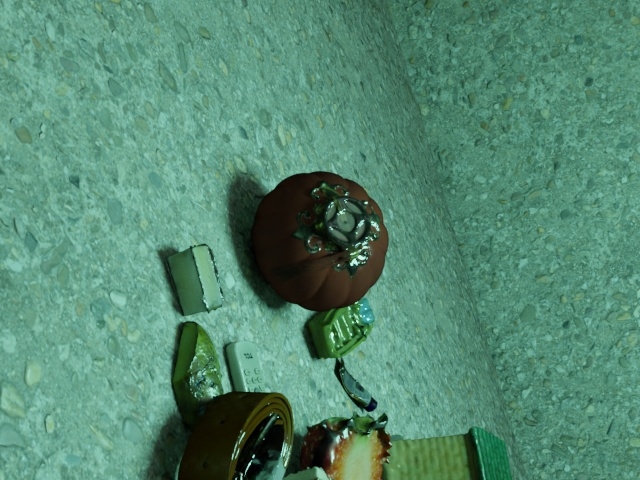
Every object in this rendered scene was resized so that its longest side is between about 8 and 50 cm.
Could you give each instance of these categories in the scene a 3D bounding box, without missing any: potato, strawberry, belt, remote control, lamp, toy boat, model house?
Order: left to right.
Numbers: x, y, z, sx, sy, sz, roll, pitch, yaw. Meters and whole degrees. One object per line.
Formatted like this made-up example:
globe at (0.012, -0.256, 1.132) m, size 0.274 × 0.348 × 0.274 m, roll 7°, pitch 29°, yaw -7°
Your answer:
potato at (-0.219, 0.071, 1.622) m, size 0.086 × 0.061 × 0.122 m, roll -13°, pitch 87°, yaw -70°
potato at (-0.197, 0.229, 1.558) m, size 0.119 × 0.054 × 0.198 m, roll 41°, pitch 36°, yaw -50°
belt at (-0.131, 0.348, 1.483) m, size 0.261 × 0.105 × 0.184 m, roll -56°, pitch 141°, yaw -57°
remote control at (-0.130, 0.280, 1.719) m, size 0.087 × 0.029 × 0.190 m, roll 14°, pitch 60°, yaw -67°
lamp at (0.000, 0.000, 1.954) m, size 0.303 × 0.257 × 0.303 m, roll 9°, pitch 68°, yaw -25°
strawberry at (0.028, 0.493, 1.853) m, size 0.233 × 0.137 × 0.306 m, roll 4°, pitch 95°, yaw -50°
toy boat at (0.045, 0.207, 2.166) m, size 0.276 × 0.084 × 0.111 m, roll -28°, pitch 102°, yaw -66°
model house at (0.310, 0.630, 1.985) m, size 0.335 × 0.342 × 0.382 m, roll 83°, pitch 1°, yaw -55°

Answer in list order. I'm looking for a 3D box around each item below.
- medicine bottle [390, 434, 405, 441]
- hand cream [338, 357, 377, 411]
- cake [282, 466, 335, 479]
medicine bottle at (0.207, 0.551, 2.285) m, size 0.140 × 0.079 × 0.079 m, roll 61°, pitch 23°, yaw -27°
hand cream at (0.082, 0.349, 2.208) m, size 0.163 × 0.039 × 0.062 m, roll 54°, pitch 28°, yaw -27°
cake at (-0.028, 0.502, 1.661) m, size 0.135 × 0.134 × 0.147 m, roll 46°, pitch 23°, yaw -50°
